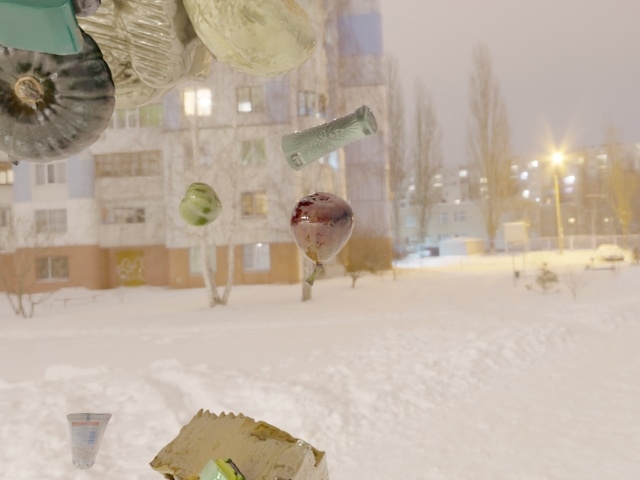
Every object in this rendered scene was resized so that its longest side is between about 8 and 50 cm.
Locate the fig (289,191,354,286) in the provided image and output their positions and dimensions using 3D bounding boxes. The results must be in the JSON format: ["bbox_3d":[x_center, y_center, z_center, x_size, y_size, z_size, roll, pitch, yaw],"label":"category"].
[{"bbox_3d":[0.000,0.000,0.858,0.089,0.125,0.089,4,24,-2],"label":"fig"}]

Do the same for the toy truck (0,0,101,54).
[{"bbox_3d":[-0.306,-0.311,0.637,0.124,0.253,0.114,-24,-12,-16],"label":"toy truck"}]

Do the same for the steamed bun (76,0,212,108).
[{"bbox_3d":[-0.325,-0.429,1.149,0.343,0.367,0.255,15,23,16],"label":"steamed bun"}]

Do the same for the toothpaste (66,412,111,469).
[{"bbox_3d":[-0.518,0.440,1.397,0.090,0.057,0.234,5,-41,-20],"label":"toothpaste"}]

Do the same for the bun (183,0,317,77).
[{"bbox_3d":[-0.115,-0.341,0.987,0.153,0.243,0.244,-47,-21,21],"label":"bun"}]

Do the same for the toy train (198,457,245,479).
[{"bbox_3d":[-0.211,0.433,0.948,0.053,0.249,0.085,40,4,27],"label":"toy train"}]

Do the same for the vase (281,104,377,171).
[{"bbox_3d":[0.023,-0.245,1.485,0.220,0.096,0.096,-19,-8,24],"label":"vase"}]

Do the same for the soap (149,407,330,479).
[{"bbox_3d":[-0.169,0.373,1.099,0.339,0.169,0.304,19,-35,20],"label":"soap"}]

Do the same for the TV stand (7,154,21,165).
[{"bbox_3d":[-0.677,-0.226,1.386,0.042,0.036,0.249,25,-22,-14],"label":"TV stand"}]

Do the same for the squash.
[{"bbox_3d":[-0.410,-0.222,0.925,0.218,0.217,0.172,-3,0,13],"label":"squash"}]

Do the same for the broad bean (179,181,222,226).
[{"bbox_3d":[-0.175,-0.050,0.926,0.063,0.045,0.083,-3,-34,-17],"label":"broad bean"}]
